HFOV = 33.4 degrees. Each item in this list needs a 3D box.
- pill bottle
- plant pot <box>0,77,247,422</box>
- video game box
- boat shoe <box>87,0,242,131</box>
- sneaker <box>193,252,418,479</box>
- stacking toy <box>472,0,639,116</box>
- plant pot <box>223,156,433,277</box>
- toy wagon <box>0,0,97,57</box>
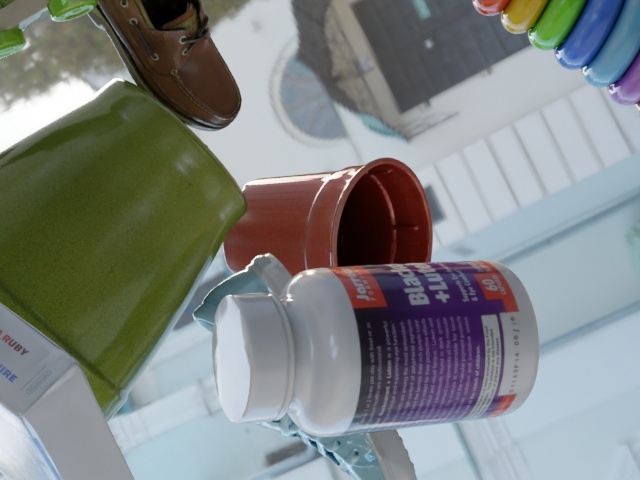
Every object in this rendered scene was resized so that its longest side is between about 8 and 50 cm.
[{"bbox_3d":[0.033,0.069,0.690,0.108,0.193,0.108,178,90,-67],"label":"pill bottle"},{"bbox_3d":[-0.289,0.001,1.322,0.366,0.353,0.366,42,169,10],"label":"plant pot"},{"bbox_3d":[-0.199,0.094,0.655,0.187,0.048,0.205,33,151,28],"label":"video game box"},{"bbox_3d":[-0.195,-0.260,1.353,0.307,0.104,0.111,46,-129,-28],"label":"boat shoe"},{"bbox_3d":[-0.025,0.199,1.292,0.366,0.150,0.135,54,167,18],"label":"sneaker"},{"bbox_3d":[0.247,-0.252,1.140,0.330,0.141,0.141,24,-159,-2],"label":"stacking toy"},{"bbox_3d":[0.000,0.000,1.748,0.272,0.265,0.272,-5,-83,-51],"label":"plant pot"},{"bbox_3d":[-0.406,-0.354,1.264,0.068,0.344,0.267,-27,-84,-61],"label":"toy wagon"}]
